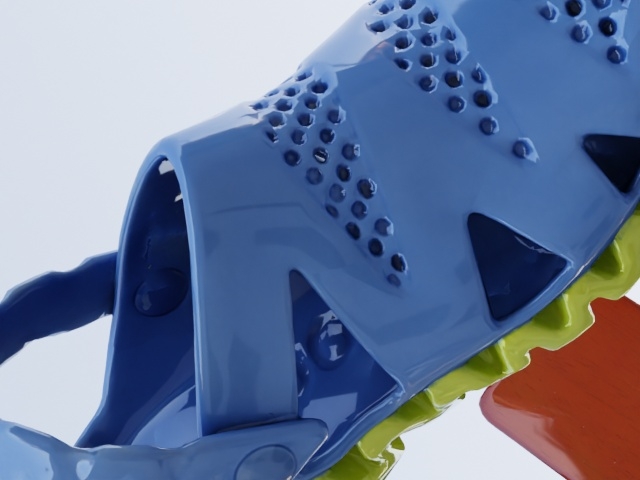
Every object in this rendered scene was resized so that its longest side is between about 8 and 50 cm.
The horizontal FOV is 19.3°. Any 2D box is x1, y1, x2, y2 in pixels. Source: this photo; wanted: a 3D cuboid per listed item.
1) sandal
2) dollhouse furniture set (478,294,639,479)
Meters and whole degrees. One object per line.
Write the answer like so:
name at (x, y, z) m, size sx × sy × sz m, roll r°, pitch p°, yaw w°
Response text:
sandal at (0.000, 0.000, 0.593) m, size 0.138 × 0.126 × 0.317 m, roll 30°, pitch -78°, yaw -43°
dollhouse furniture set at (0.108, 0.055, 0.846) m, size 0.262 × 0.259 × 0.135 m, roll -54°, pitch -34°, yaw -3°
